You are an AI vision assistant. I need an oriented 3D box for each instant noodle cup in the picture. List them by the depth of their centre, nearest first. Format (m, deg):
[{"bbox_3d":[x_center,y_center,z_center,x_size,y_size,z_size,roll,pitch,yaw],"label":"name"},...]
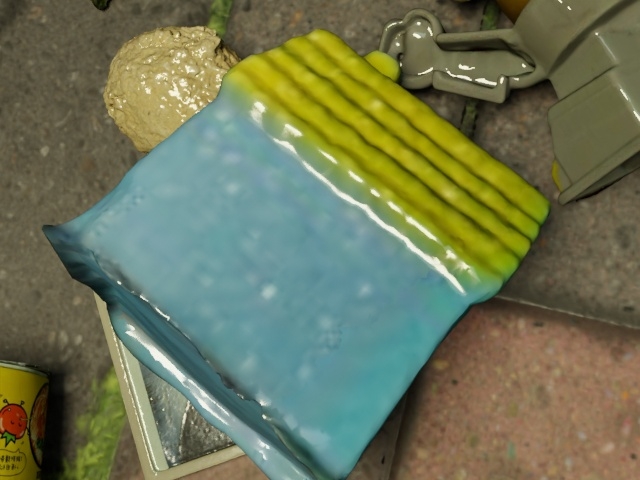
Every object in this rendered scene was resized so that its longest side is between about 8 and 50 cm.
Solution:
[{"bbox_3d":[-0.304,0.169,0.556,0.182,0.182,0.144,2,73,11],"label":"instant noodle cup"}]

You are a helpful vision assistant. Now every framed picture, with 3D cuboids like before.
[{"bbox_3d":[-0.111,0.094,0.607,0.150,0.015,0.203,-21,78,7],"label":"framed picture"}]

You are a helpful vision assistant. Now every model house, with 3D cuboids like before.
[{"bbox_3d":[0.000,0.000,0.503,0.237,0.215,0.303,40,75,11],"label":"model house"}]

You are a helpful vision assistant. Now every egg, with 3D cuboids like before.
[{"bbox_3d":[-0.114,-0.123,0.591,0.140,0.118,0.116,10,66,3],"label":"egg"}]

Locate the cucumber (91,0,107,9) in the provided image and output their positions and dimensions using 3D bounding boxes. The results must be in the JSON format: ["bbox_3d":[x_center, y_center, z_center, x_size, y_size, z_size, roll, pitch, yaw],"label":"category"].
[{"bbox_3d":[-0.137,-0.373,0.647,0.325,0.105,0.145,-44,77,4],"label":"cucumber"}]

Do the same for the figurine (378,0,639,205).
[{"bbox_3d":[0.208,-0.203,0.519,0.342,0.167,0.285,-30,79,1],"label":"figurine"}]
